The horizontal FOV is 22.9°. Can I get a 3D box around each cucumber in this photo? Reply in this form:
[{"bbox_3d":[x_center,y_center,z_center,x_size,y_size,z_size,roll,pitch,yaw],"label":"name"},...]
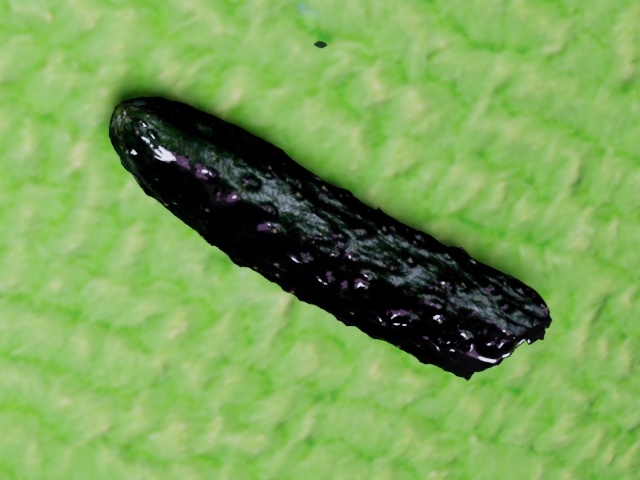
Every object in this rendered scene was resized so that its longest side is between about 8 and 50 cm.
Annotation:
[{"bbox_3d":[0.000,0.000,0.932,0.303,0.081,0.072,28,54,-25],"label":"cucumber"}]
